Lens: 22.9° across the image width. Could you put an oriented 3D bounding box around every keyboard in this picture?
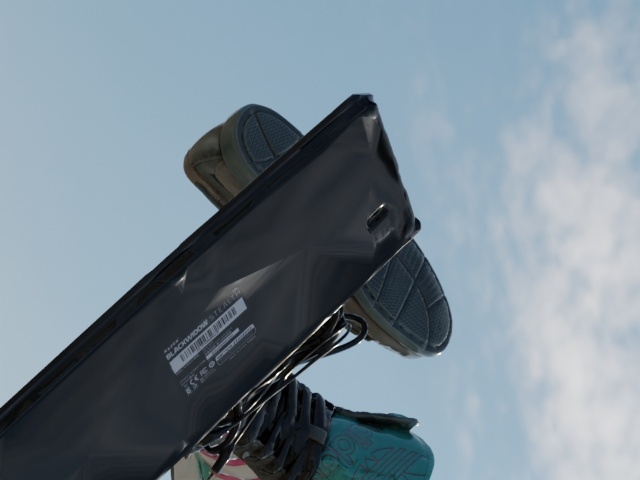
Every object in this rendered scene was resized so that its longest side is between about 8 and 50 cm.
[{"bbox_3d":[-0.045,0.033,0.546,0.038,0.192,0.100,32,-26,39],"label":"keyboard"}]

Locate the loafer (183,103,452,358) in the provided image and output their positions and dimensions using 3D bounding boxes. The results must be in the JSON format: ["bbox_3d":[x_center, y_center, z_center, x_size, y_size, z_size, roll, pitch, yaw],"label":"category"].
[{"bbox_3d":[0.000,0.000,1.280,0.084,0.096,0.267,-23,-62,41],"label":"loafer"}]

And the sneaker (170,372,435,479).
[{"bbox_3d":[-0.015,0.130,1.038,0.295,0.178,0.124,81,30,-60],"label":"sneaker"}]
